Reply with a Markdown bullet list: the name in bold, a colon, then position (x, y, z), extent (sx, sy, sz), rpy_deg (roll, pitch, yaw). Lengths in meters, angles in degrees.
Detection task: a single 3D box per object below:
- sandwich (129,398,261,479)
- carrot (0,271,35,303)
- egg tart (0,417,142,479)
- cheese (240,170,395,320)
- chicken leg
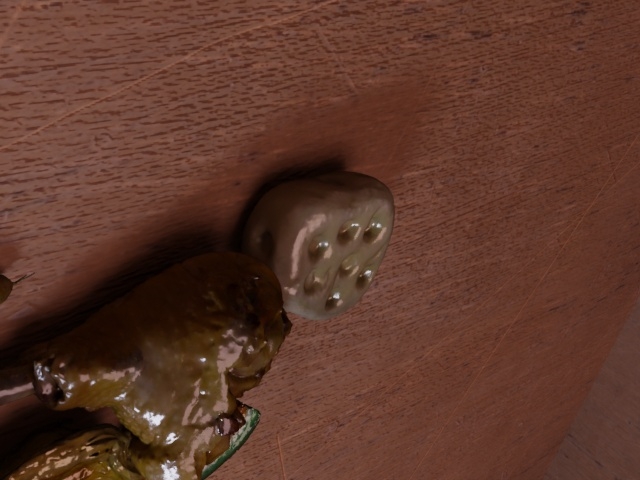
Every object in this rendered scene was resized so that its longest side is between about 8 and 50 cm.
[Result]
- **sandwich**: position (-0.205, 0.276, 1.492), extent (0.235, 0.079, 0.159), rpy_deg (-44, 138, -18)
- **carrot**: position (-0.398, 0.070, 1.032), extent (0.298, 0.078, 0.078), rpy_deg (-15, 134, -50)
- **egg tart**: position (-0.329, 0.306, 1.326), extent (0.241, 0.106, 0.241), rpy_deg (-30, 144, -24)
- **cheese**: position (0.000, 0.000, 1.422), extent (0.218, 0.117, 0.235), rpy_deg (-44, 147, -15)
- **chicken leg**: position (-0.210, 0.177, 1.235), extent (0.409, 0.182, 0.295), rpy_deg (-10, 97, -31)
